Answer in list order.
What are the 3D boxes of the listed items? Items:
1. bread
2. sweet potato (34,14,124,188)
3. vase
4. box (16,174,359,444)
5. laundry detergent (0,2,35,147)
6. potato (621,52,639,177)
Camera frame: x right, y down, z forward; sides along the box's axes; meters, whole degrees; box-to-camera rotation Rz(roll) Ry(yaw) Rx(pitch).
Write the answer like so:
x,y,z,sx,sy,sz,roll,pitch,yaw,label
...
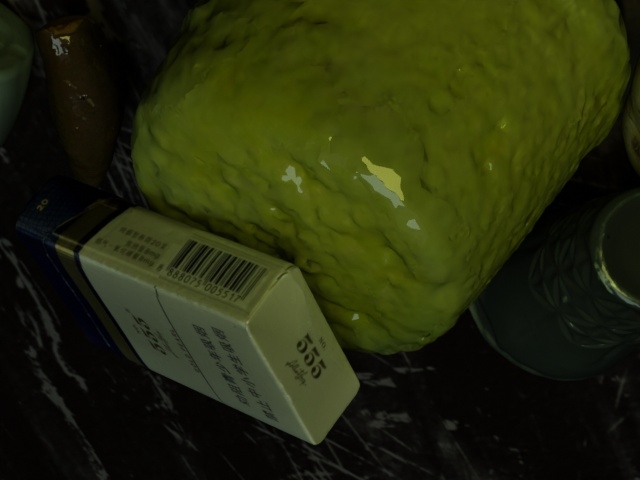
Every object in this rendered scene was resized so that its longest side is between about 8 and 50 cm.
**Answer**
x,y,z,sx,sy,sz,roll,pitch,yaw,label
0.034,-0.103,1.506,0.348,0.307,0.348,28,154,15,bread
-0.213,-0.122,1.786,0.077,0.077,0.243,9,143,12,sweet potato
0.249,0.033,1.614,0.251,0.156,0.301,22,169,-3,vase
-0.106,0.052,1.504,0.259,0.071,0.168,22,153,36,box
-0.399,-0.135,1.816,0.215,0.105,0.280,29,139,-10,laundry detergent
0.320,-0.122,1.513,0.137,0.154,0.200,34,138,15,potato
